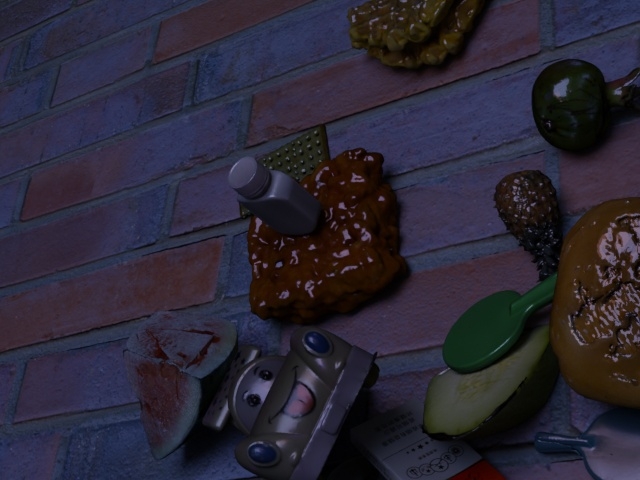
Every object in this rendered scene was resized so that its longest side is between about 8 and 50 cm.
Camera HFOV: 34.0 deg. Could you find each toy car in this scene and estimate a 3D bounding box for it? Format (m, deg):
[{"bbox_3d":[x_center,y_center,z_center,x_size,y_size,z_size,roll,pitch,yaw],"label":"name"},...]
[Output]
[{"bbox_3d":[-0.059,0.260,1.671,0.226,0.336,0.242,27,76,2],"label":"toy car"}]

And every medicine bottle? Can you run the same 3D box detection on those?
[{"bbox_3d":[-0.086,-0.078,1.887,0.119,0.183,0.069,0,65,39],"label":"medicine bottle"}]

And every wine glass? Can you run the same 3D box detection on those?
[{"bbox_3d":[0.099,0.445,1.606,0.103,0.103,0.231,-44,46,6],"label":"wine glass"}]

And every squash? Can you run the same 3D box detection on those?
[{"bbox_3d":[0.255,0.220,1.601,0.237,0.155,0.204,-31,49,21],"label":"squash"}]

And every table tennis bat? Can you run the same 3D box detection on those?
[{"bbox_3d":[0.405,0.297,1.515,0.201,0.033,0.124,-3,58,34],"label":"table tennis bat"},{"bbox_3d":[0.299,0.123,1.676,0.257,0.039,0.160,-36,23,27],"label":"table tennis bat"}]

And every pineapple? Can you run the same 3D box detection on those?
[{"bbox_3d":[0.354,-0.018,1.725,0.108,0.108,0.197,-25,63,24],"label":"pineapple"}]

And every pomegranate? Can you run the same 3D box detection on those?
[{"bbox_3d":[0.453,-0.232,1.762,0.191,0.152,0.131,-7,49,10],"label":"pomegranate"}]

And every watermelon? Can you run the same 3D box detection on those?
[{"bbox_3d":[-0.272,0.250,1.917,0.261,0.201,0.213,-62,-3,33],"label":"watermelon"}]

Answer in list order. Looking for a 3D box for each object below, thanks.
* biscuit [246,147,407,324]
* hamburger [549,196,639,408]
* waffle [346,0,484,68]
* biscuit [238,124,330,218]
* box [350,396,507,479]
[{"bbox_3d":[0.000,0.000,1.977,0.318,0.110,0.312,-22,53,26],"label":"biscuit"},{"bbox_3d":[0.475,0.089,1.486,0.284,0.174,0.304,8,88,31],"label":"hamburger"},{"bbox_3d":[0.205,-0.502,2.124,0.261,0.151,0.324,17,76,38],"label":"waffle"},{"bbox_3d":[-0.081,-0.146,2.204,0.231,0.016,0.139,-26,47,21],"label":"biscuit"},{"bbox_3d":[0.168,0.343,1.617,0.139,0.035,0.245,-22,38,-26],"label":"box"}]
